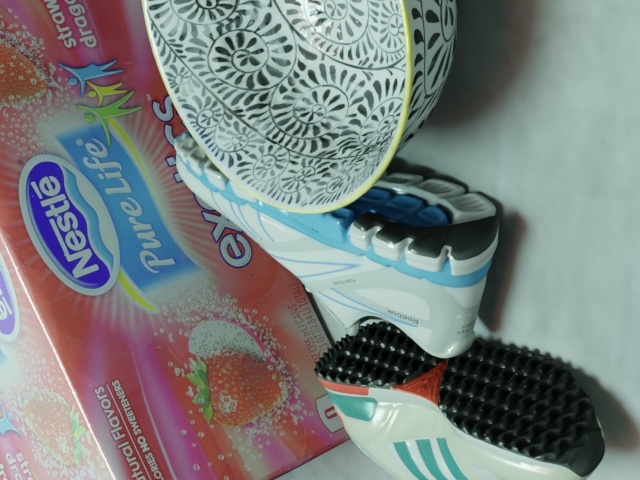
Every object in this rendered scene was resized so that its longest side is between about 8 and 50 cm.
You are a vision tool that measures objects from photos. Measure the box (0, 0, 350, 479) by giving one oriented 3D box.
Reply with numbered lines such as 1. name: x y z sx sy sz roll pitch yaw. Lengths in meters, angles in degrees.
1. box: -0.127 0.005 0.894 0.142 0.154 0.300 -32 81 52

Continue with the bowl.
1. bowl: 0.004 -0.103 0.740 0.170 0.080 0.170 25 125 41

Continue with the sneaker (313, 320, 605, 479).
1. sneaker: 0.068 0.090 0.790 0.161 0.057 0.075 15 135 45

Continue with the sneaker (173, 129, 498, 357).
1. sneaker: 0.000 0.000 0.809 0.191 0.071 0.083 30 134 39
